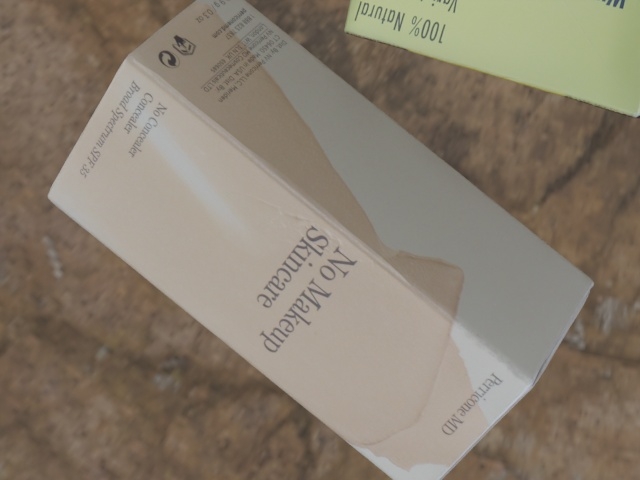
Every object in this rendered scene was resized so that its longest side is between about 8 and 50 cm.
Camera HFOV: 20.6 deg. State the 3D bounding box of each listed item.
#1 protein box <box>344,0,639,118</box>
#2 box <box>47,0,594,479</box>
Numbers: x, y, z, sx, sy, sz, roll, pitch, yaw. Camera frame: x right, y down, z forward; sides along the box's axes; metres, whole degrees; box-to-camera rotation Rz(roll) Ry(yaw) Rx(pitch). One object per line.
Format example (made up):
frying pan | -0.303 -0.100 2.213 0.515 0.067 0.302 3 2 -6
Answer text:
protein box | 0.145 -0.179 0.902 0.199 0.136 0.201 22 105 42
box | 0.000 0.000 1.116 0.311 0.121 0.148 38 131 3
